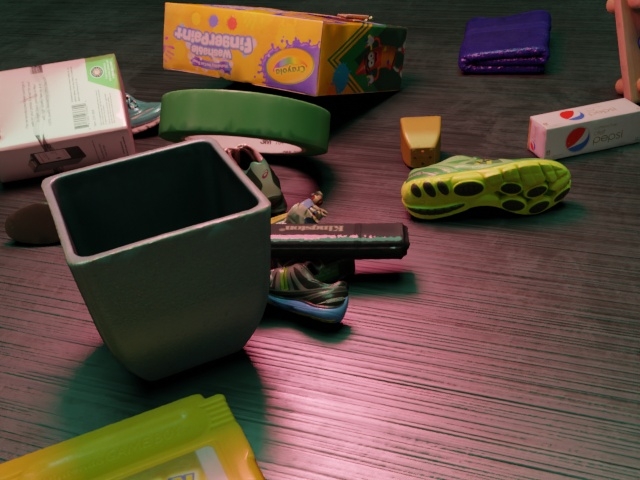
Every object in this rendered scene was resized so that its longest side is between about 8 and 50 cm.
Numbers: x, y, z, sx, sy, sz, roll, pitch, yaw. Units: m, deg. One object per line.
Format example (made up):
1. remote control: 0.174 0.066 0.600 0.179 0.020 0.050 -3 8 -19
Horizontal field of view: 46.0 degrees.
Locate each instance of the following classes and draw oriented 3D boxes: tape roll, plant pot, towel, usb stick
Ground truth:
1. tape roll: -0.143 -0.218 1.437 0.322 0.077 0.321 4 0 0
2. plant pot: -0.208 0.040 1.033 0.247 0.252 0.248 -18 35 -18
3. plant pot: 0.200 -0.188 1.492 0.082 0.081 0.083 -1 43 6
4. towel: 0.484 -0.512 1.965 0.228 0.076 0.308 -2 33 18
5. usb stick: 0.000 0.000 1.179 0.278 0.045 0.077 0 34 5

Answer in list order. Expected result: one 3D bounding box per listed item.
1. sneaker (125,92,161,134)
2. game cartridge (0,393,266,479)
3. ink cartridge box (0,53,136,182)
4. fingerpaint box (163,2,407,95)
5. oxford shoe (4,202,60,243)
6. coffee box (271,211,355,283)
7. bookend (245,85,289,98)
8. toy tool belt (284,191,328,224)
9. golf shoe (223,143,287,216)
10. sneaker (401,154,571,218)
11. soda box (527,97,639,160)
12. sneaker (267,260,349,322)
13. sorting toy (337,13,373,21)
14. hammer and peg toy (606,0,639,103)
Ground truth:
1. sneaker: -0.478 -0.311 1.749 0.276 0.109 0.107 8 35 18
2. game cartridge: -0.190 0.310 0.798 0.286 0.052 0.323 -18 36 -19
3. ink cartridge box: -0.558 -0.261 1.599 0.289 0.121 0.211 -11 63 -9
4. fingerpaint box: -0.081 -0.457 1.775 0.445 0.163 0.371 17 21 31
5. oxford shoe: -0.465 -0.039 1.382 0.212 0.076 0.076 -11 3 -5
6. coffee box: -0.036 0.014 1.242 0.113 0.040 0.184 -19 35 -21
7. bookend: -0.178 -0.304 1.728 0.157 0.072 0.156 13 36 28
8. toy tool belt: -0.016 -0.040 1.251 0.051 0.052 0.083 47 52 12
9. golf shoe: -0.149 -0.138 1.427 0.105 0.120 0.273 -24 36 -24
10. sneaker: 0.290 -0.111 1.327 0.296 0.109 0.123 -2 37 5
11. soda box: 0.525 -0.221 1.495 0.216 0.073 0.069 -13 34 -11
12. sneaker: -0.042 0.065 1.120 0.188 0.067 0.078 16 77 22
13. sorting toy: 0.086 -0.501 1.696 0.083 0.012 0.062 -1 17 -19
14. hammer and peg toy: 0.749 -0.500 1.648 0.266 0.361 0.127 -17 14 -16
